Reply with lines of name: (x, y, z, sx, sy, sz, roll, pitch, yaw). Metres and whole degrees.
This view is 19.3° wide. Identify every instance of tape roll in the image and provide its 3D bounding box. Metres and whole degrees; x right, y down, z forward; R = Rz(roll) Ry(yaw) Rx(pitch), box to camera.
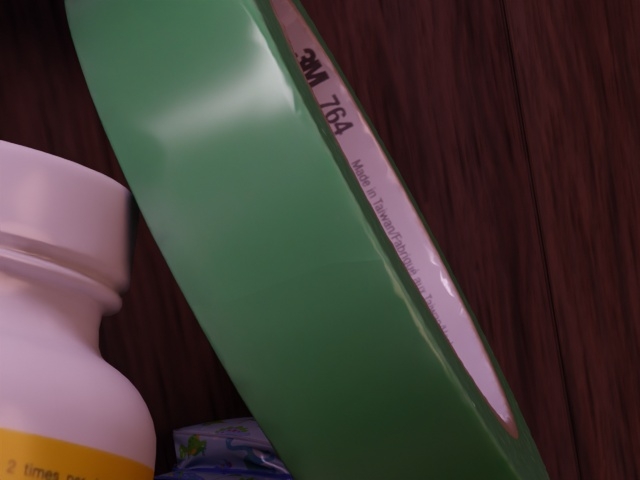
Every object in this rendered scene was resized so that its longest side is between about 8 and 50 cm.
tape roll: (0.000, 0.000, 0.845, 0.321, 0.077, 0.321, 61, 6, -12)

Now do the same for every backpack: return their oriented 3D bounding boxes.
backpack: (-0.019, 0.131, 0.947, 0.114, 0.105, 0.084, 9, 83, -57)

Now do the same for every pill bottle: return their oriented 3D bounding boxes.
pill bottle: (-0.163, 0.135, 0.690, 0.188, 0.188, 0.334, 24, 71, -50)
